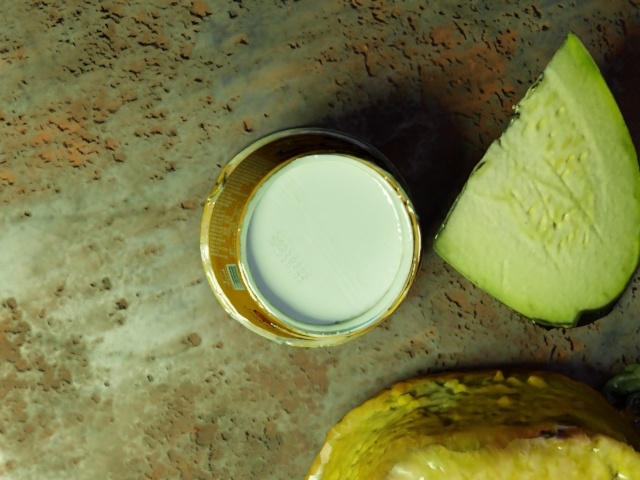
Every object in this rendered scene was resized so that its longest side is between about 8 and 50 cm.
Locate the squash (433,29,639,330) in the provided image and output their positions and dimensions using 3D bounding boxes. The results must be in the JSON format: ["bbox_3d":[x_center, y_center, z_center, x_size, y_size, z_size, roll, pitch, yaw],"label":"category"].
[{"bbox_3d":[0.235,-0.034,1.503,0.155,0.204,0.237,35,86,17],"label":"squash"}]

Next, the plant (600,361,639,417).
[{"bbox_3d":[0.360,0.129,1.556,0.174,0.085,0.087,-23,132,-7],"label":"plant"}]

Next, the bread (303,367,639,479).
[{"bbox_3d":[0.158,0.287,1.473,0.358,0.204,0.336,-8,87,-4],"label":"bread"}]

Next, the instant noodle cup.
[{"bbox_3d":[0.000,0.000,1.464,0.216,0.172,0.215,0,92,-7],"label":"instant noodle cup"}]
